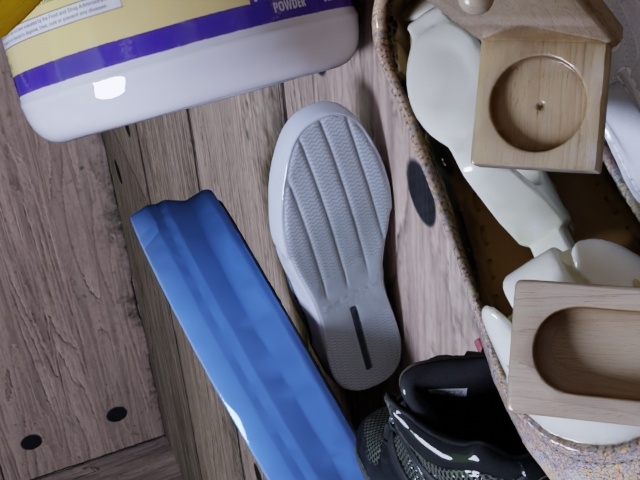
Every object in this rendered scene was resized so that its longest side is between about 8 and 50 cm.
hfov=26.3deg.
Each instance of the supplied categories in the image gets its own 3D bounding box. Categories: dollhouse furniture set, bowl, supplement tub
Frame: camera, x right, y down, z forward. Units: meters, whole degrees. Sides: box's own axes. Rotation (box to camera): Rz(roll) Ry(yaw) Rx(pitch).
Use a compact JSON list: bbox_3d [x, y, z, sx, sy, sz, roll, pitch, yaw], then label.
[{"bbox_3d":[0.102,-0.011,0.462,0.123,0.144,0.151,11,-97,-68],"label":"dollhouse furniture set"},{"bbox_3d":[-0.035,0.128,1.182,0.391,0.077,0.391,60,176,7],"label":"bowl"},{"bbox_3d":[-0.124,-0.252,0.922,0.241,0.241,0.331,-169,63,-75],"label":"supplement tub"}]

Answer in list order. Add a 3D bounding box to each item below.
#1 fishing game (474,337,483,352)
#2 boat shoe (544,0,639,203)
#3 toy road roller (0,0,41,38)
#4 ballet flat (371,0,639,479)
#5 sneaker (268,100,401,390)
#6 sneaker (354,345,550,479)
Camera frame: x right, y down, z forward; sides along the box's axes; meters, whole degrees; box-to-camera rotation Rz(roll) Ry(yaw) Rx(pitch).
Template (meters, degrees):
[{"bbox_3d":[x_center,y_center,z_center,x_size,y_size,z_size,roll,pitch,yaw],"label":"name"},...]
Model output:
[{"bbox_3d":[0.126,0.071,0.750,0.264,0.041,0.189,100,152,-63],"label":"fishing game"},{"bbox_3d":[0.110,-0.092,0.561,0.066,0.063,0.184,-178,71,-75],"label":"boat shoe"},{"bbox_3d":[-0.071,-0.220,0.648,0.240,0.329,0.202,35,-160,-45],"label":"toy road roller"},{"bbox_3d":[0.095,0.001,0.600,0.106,0.107,0.316,28,-146,-59],"label":"ballet flat"},{"bbox_3d":[0.000,0.000,1.041,0.091,0.094,0.258,50,155,48],"label":"sneaker"},{"bbox_3d":[0.073,0.104,0.763,0.130,0.087,0.227,70,166,-15],"label":"sneaker"}]
